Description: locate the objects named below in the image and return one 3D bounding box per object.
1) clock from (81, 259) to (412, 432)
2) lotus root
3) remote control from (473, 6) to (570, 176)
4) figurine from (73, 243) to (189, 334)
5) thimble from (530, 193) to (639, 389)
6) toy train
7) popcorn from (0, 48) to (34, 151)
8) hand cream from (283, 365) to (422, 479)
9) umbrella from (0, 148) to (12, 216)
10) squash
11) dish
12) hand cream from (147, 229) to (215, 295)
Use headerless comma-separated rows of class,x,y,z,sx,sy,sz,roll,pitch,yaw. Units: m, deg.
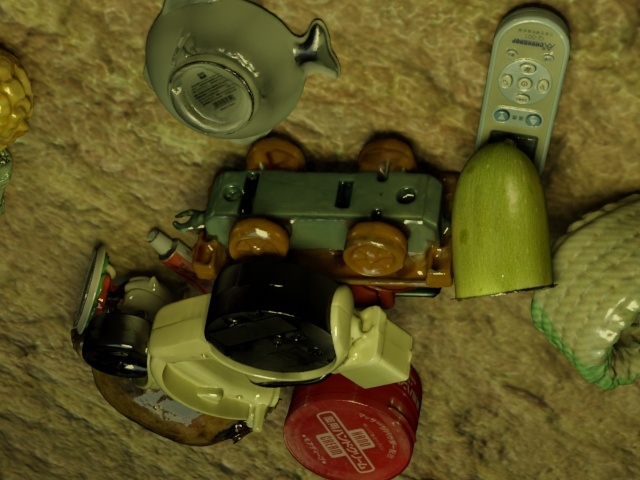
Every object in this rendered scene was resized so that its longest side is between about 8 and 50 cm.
clock,-0.096,0.141,1.593,0.379,0.120,0.276,-18,140,40
lotus root,-0.217,0.204,1.803,0.314,0.169,0.141,25,100,-2
remote control,0.230,-0.160,1.448,0.087,0.047,0.244,7,132,3
figurine,-0.253,0.082,1.742,0.154,0.132,0.132,16,134,-14
thimble,0.365,0.060,1.508,0.219,0.150,0.219,-23,142,-19
toy train,0.000,0.000,1.575,0.369,0.163,0.231,1,144,13
popcorn,-0.440,-0.171,1.542,0.170,0.180,0.180,-3,138,-22
hand cream,0.048,0.247,1.806,0.193,0.125,0.193,6,133,7
umbrella,-0.451,-0.064,1.692,0.067,0.062,0.143,43,131,12
squash,0.207,-0.024,1.439,0.123,0.123,0.186,-2,87,15
dish,-0.106,-0.189,1.481,0.246,0.078,0.224,-7,128,19
hand cream,-0.162,0.058,1.753,0.216,0.038,0.052,44,154,-29
